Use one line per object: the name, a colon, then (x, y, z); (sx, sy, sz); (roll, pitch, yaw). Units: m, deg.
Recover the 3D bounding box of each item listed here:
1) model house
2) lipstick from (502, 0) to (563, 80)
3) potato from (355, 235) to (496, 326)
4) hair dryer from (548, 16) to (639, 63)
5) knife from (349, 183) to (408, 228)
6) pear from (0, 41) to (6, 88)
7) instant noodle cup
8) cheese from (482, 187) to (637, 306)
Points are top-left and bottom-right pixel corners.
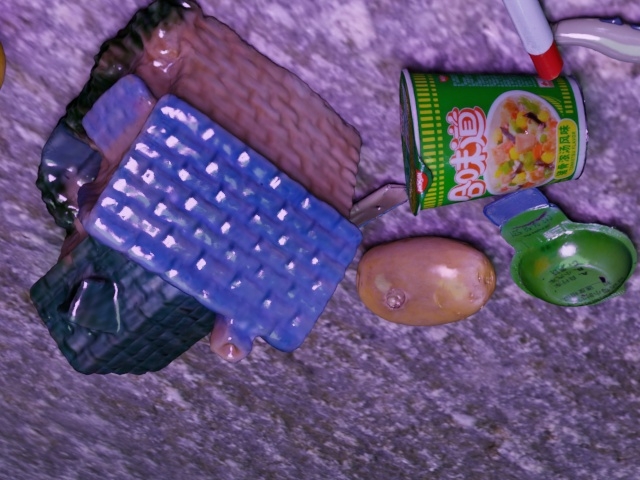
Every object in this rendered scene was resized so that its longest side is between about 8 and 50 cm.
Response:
model house: (-0.218, -0.018, 1.230); (0.395, 0.400, 0.445); (34, 130, -29)
lipstick: (0.238, -0.318, 1.090); (0.061, 0.068, 0.274); (-20, 124, 25)
potato: (0.172, 0.068, 1.449); (0.233, 0.146, 0.150); (-1, 91, 25)
hair dryer: (0.457, -0.300, 1.091); (0.298, 0.119, 0.296); (29, 126, -4)
knife: (-0.002, -0.006, 1.467); (0.365, 0.043, 0.089); (-32, 157, 29)
pear: (-0.568, -0.278, 1.061); (0.386, 0.340, 0.191); (12, 127, -35)
instant noodle cup: (0.233, -0.140, 1.204); (0.232, 0.207, 0.207); (-4, 135, 1)
cheese: (0.384, 0.016, 1.409); (0.203, 0.083, 0.320); (-28, 128, 32)
